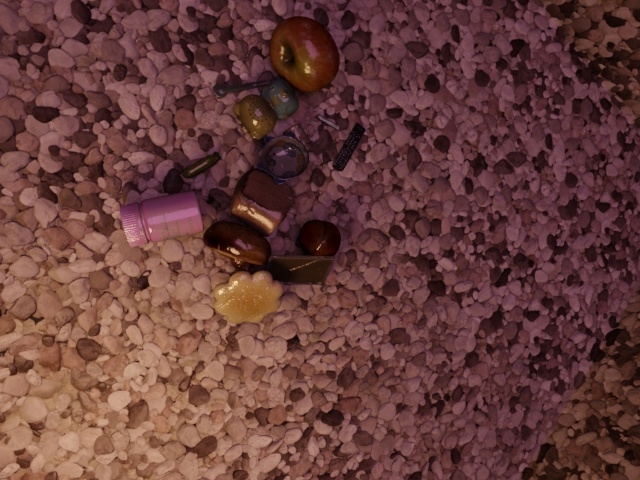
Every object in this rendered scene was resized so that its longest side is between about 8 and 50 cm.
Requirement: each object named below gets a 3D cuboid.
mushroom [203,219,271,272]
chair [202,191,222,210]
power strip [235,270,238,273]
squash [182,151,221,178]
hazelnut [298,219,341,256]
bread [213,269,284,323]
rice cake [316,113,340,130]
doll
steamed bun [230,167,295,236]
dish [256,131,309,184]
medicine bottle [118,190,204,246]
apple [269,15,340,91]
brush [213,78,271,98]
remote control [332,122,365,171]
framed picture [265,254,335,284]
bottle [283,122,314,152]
[{"bbox_3d":[-0.334,0.019,1.773,0.163,0.297,0.278,-60,147,-21],"label":"mushroom"},{"bbox_3d":[-0.467,-0.169,1.858,0.037,0.042,0.086,-53,141,-9],"label":"chair"},{"bbox_3d":[-0.349,0.127,1.910,0.040,0.016,0.089,17,87,-18],"label":"power strip"},{"bbox_3d":[-0.501,-0.317,1.835,0.184,0.052,0.052,-34,101,-18],"label":"squash"},{"bbox_3d":[0.000,0.000,1.921,0.208,0.208,0.207,0,91,-18],"label":"hazelnut"},{"bbox_3d":[-0.299,0.245,1.825,0.317,0.054,0.315,-9,132,-10],"label":"bread"},{"bbox_3d":[0.037,-0.549,2.015,0.121,0.022,0.022,26,79,-19],"label":"rice cake"},{"bbox_3d":[-0.230,-0.563,1.856,0.261,0.161,0.177,-38,104,-16],"label":"doll"},{"bbox_3d":[-0.252,-0.147,1.821,0.252,0.301,0.199,27,121,-8],"label":"steamed bun"},{"bbox_3d":[-0.165,-0.349,1.877,0.228,0.086,0.236,35,72,3],"label":"dish"},{"bbox_3d":[-0.627,-0.087,1.731,0.291,0.178,0.178,-15,96,-16],"label":"medicine bottle"},{"bbox_3d":[-0.059,-0.796,1.856,0.250,0.278,0.309,-40,121,-38],"label":"apple"},{"bbox_3d":[-0.339,-0.669,1.893,0.266,0.027,0.062,-18,97,-21],"label":"brush"},{"bbox_3d":[0.135,-0.440,2.047,0.063,0.025,0.245,32,81,-17],"label":"remote control"},{"bbox_3d":[-0.099,0.133,1.910,0.290,0.213,0.016,2,51,-17],"label":"framed picture"},{"bbox_3d":[-0.090,-0.439,1.938,0.099,0.099,0.152,-34,98,-14],"label":"bottle"}]
